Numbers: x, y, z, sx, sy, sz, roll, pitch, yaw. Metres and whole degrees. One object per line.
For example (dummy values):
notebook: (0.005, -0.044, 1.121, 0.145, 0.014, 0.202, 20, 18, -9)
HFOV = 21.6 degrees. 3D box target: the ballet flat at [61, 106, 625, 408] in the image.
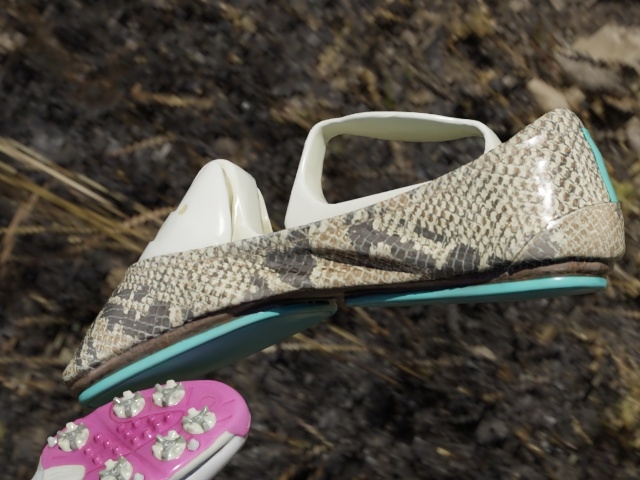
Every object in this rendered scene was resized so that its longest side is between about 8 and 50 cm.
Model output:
ballet flat: (0.000, 0.000, 1.330, 0.482, 0.164, 0.182, -15, 80, 23)

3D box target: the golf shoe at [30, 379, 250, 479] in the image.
golf shoe: (-0.179, 0.225, 1.304, 0.306, 0.140, 0.115, -33, 38, -9)
